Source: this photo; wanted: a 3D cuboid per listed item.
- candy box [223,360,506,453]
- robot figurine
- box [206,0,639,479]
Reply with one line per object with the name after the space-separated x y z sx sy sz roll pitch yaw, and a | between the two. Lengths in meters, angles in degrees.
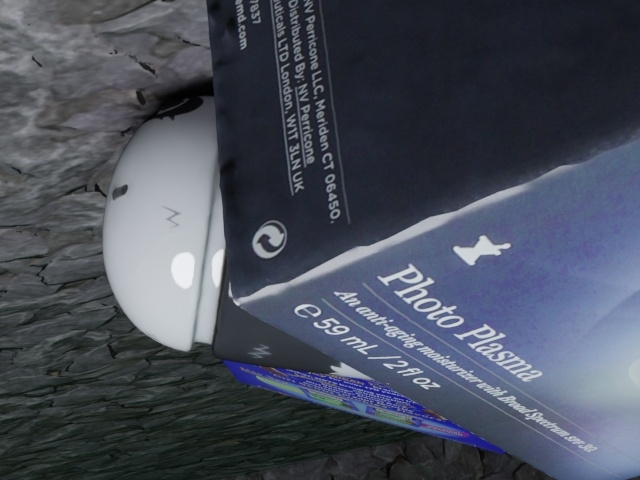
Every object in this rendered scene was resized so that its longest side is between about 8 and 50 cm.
0.049 0.072 1.218 0.268 0.122 0.317 14 167 8 | candy box
0.000 -0.003 0.940 0.278 0.173 0.209 8 121 -4 | robot figurine
0.158 -0.047 0.589 0.294 0.182 0.296 -24 147 27 | box
